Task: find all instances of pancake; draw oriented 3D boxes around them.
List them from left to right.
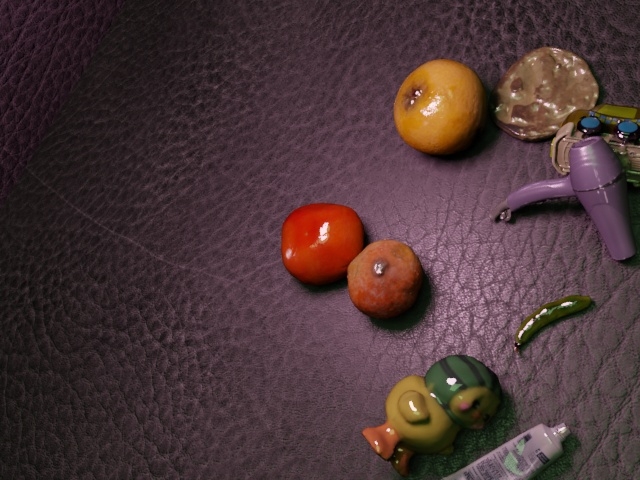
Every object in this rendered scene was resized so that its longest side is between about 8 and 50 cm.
[{"bbox_3d":[0.613,-0.398,1.736,0.294,0.049,0.294,-8,66,19],"label":"pancake"}]

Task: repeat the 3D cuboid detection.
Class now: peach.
[{"bbox_3d":[0.166,0.095,1.657,0.232,0.232,0.232,-8,69,21],"label":"peach"}]

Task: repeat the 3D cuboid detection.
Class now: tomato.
[{"bbox_3d":[0.000,0.004,1.787,0.260,0.180,0.260,-9,71,29],"label":"tomato"}]

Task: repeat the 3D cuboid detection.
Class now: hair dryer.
[{"bbox_3d":[0.594,-0.083,1.580,0.361,0.121,0.301,-10,111,45],"label":"hair dryer"}]

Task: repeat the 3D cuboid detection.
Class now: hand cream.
[{"bbox_3d":[0.445,0.536,1.481,0.340,0.078,0.124,-41,62,15],"label":"hand cream"}]

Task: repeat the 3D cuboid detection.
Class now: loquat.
[{"bbox_3d":[0.329,-0.366,1.734,0.263,0.263,0.263,-8,69,21],"label":"loquat"}]

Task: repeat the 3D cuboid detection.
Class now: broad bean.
[{"bbox_3d":[0.563,0.196,1.555,0.227,0.039,0.069,-40,55,7],"label":"broad bean"}]

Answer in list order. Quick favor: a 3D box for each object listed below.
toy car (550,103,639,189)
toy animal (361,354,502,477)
[{"bbox_3d":[0.727,-0.256,1.581,0.248,0.204,0.198,14,54,26],"label":"toy car"},{"bbox_3d":[0.273,0.402,1.524,0.338,0.216,0.191,-37,35,5],"label":"toy animal"}]
